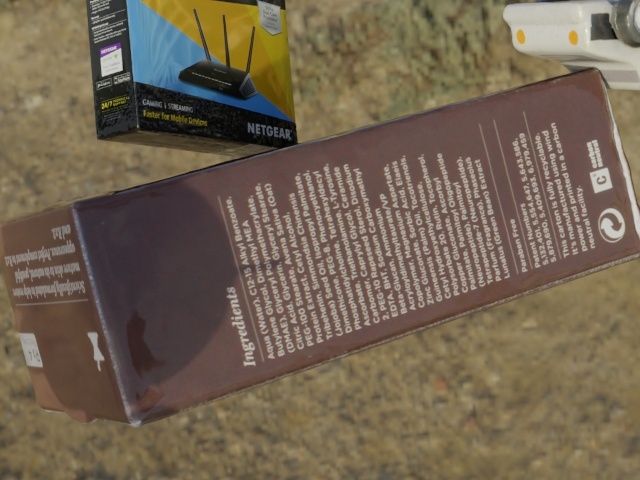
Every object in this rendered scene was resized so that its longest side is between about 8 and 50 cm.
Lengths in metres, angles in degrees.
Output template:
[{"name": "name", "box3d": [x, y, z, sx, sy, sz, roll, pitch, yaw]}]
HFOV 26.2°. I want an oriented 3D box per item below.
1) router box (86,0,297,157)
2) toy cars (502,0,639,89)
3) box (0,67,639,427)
[{"name": "router box", "box3d": [-0.091, -0.132, 0.997, 0.046, 0.133, 0.179, -10, -8, 35]}, {"name": "toy cars", "box3d": [0.256, -0.149, 1.023, 0.176, 0.087, 0.393, 0, 11, 20]}, {"name": "box", "box3d": [0.000, 0.000, 0.910, 0.381, 0.143, 0.191, -18, 5, -27]}]
